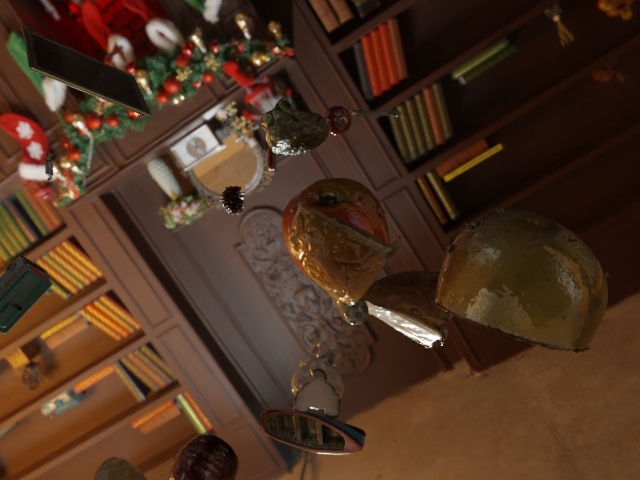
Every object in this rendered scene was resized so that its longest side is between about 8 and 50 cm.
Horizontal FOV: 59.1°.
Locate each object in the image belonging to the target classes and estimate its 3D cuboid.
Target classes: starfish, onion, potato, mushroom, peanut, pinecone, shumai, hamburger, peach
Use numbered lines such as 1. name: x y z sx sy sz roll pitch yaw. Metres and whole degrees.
1. starfish: 0.210 0.060 2.071 0.223 0.050 0.217 -39 155 -18
2. onion: -0.381 0.747 1.797 0.206 0.216 0.207 -51 169 -51
3. potato: 0.561 0.083 1.547 0.442 0.319 0.385 22 -166 34
4. mushroom: 0.337 0.210 2.193 0.314 0.397 0.224 -60 162 -26
5. peanut: -0.460 0.653 1.320 0.152 0.152 0.313 -33 -142 1
6. pinecone: -0.333 -0.153 2.150 0.102 0.109 0.102 -4 -172 1
7. shumai: -0.074 -0.325 1.577 0.184 0.142 0.184 -19 171 -3
8. hamburger: 0.023 0.025 1.140 0.155 0.207 0.135 -55 -164 4
9. peach: 0.049 -0.014 1.723 0.372 0.372 0.290 -27 -143 36

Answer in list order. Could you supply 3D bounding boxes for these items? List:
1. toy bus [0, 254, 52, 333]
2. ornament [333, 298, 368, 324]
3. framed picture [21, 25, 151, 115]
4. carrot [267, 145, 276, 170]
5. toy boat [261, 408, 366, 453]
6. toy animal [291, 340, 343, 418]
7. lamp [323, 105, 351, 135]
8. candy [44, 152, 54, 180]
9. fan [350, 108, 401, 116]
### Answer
1. toy bus: -0.680 0.124 1.243 0.160 0.079 0.092 -48 -134 -7
2. ornament: 0.083 0.176 1.483 0.074 0.081 0.156 -13 -169 -9
3. framed picture: -0.494 -0.353 1.193 0.252 0.197 0.014 17 119 -42
4. carrot: -0.195 -0.367 2.269 0.037 0.190 0.037 0 160 0
5. toy boat: -0.023 0.614 1.825 0.392 0.136 0.079 0 -166 31
6. toy animal: -0.010 0.503 2.147 0.357 0.194 0.258 -89 -162 -70
7. lamp: 0.056 -0.404 1.904 0.101 0.101 0.090 -35 -156 -12
8. candy: -0.797 -0.218 1.661 0.020 0.083 0.030 22 -151 36
9. fan: 0.153 -0.337 1.502 0.193 0.016 0.038 -11 -145 -43
